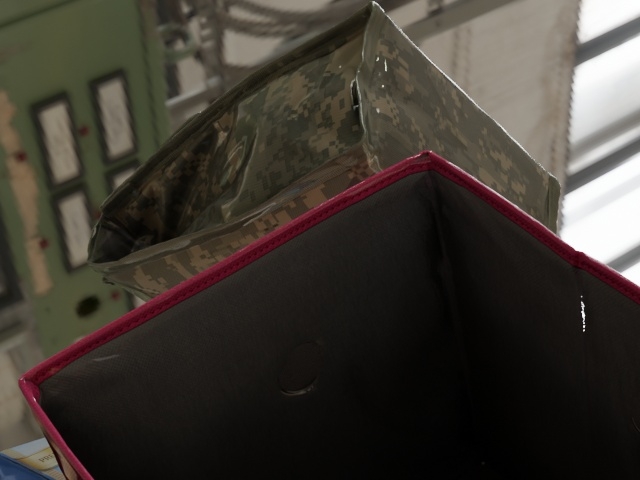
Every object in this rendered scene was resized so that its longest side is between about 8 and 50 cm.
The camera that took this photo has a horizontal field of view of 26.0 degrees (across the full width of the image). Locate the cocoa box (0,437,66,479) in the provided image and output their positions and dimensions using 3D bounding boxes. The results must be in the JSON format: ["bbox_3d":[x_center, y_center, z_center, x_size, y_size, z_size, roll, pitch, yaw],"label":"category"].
[{"bbox_3d":[-0.104,0.289,1.289,0.228,0.347,0.232,18,-71,36],"label":"cocoa box"}]

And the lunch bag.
[{"bbox_3d":[0.000,0.000,1.018,0.287,0.169,0.235,-27,-50,33],"label":"lunch bag"}]

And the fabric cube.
[{"bbox_3d":[0.046,0.159,0.687,0.259,0.254,0.258,39,-29,46],"label":"fabric cube"}]
